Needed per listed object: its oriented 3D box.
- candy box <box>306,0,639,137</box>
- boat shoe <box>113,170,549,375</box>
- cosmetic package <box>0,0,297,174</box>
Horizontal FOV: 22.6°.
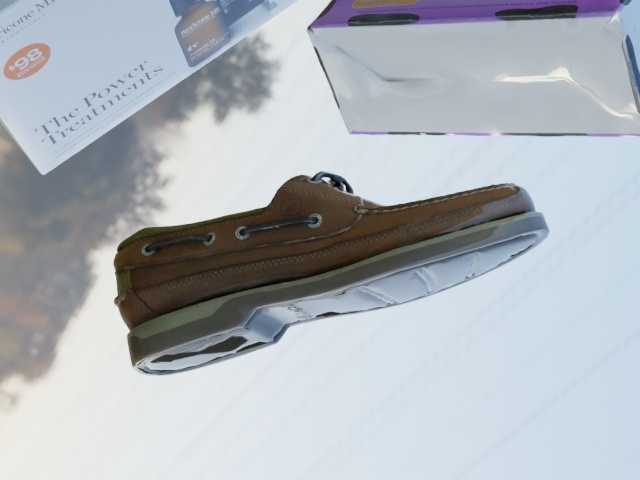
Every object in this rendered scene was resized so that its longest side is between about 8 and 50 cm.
[{"bbox_3d":[0.115,-0.135,0.806,0.165,0.070,0.196,3,-140,34],"label":"candy box"},{"bbox_3d":[0.000,0.000,1.115,0.110,0.307,0.104,64,10,-72],"label":"boat shoe"},{"bbox_3d":[-0.159,-0.247,1.456,0.377,0.097,0.284,-36,158,-6],"label":"cosmetic package"}]
